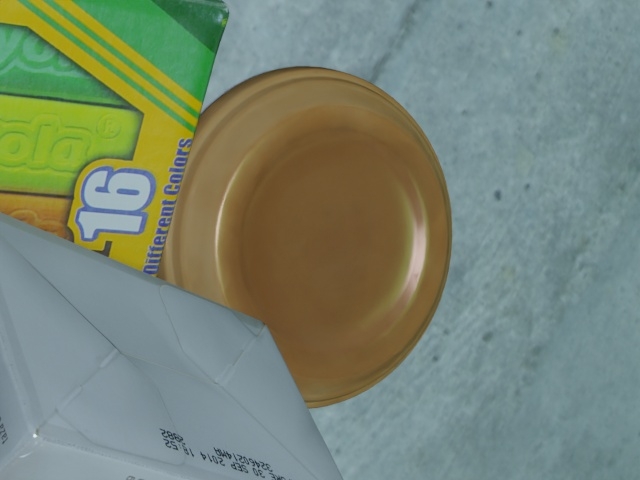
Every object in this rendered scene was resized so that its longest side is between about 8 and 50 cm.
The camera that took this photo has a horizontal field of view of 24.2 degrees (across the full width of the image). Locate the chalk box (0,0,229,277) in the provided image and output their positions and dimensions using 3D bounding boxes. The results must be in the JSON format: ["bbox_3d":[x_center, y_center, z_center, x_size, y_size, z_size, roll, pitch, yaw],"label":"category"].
[{"bbox_3d":[-0.217,-0.059,0.601,0.289,0.179,0.180,2,115,-33],"label":"chalk box"}]

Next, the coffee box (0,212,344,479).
[{"bbox_3d":[-0.154,0.144,0.591,0.297,0.119,0.168,-44,138,18],"label":"coffee box"}]

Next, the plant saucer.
[{"bbox_3d":[0.000,0.000,0.857,0.200,0.037,0.200,-3,96,-33],"label":"plant saucer"}]
